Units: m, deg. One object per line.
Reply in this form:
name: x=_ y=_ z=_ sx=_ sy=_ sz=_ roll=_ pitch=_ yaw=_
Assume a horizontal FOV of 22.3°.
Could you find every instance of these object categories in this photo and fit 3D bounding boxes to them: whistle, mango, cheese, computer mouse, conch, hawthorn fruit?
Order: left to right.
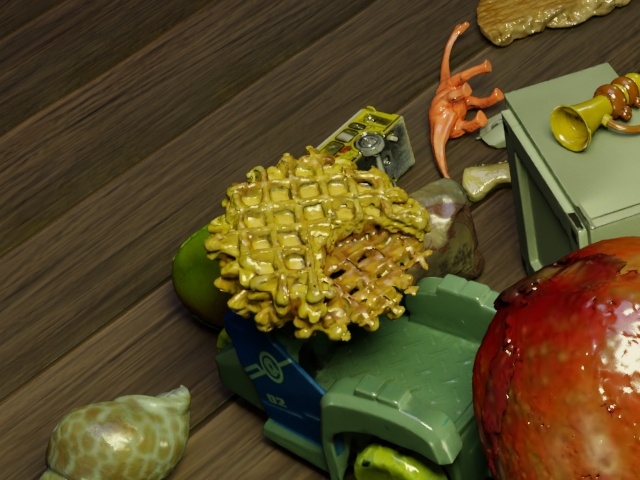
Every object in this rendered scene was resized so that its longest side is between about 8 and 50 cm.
conch: x=-0.190 y=0.197 z=1.530 sx=0.116 sy=0.106 sz=0.173 roll=-4 pitch=15 yaw=46
mango: x=-0.056 y=0.027 z=1.647 sx=0.233 sy=0.125 sz=0.111 roll=-18 pitch=42 yaw=36
cheese: x=0.197 y=-0.066 z=1.782 sx=0.083 sy=0.030 sz=0.044 roll=-6 pitch=61 yaw=3
computer mouse: x=0.230 y=-0.135 z=1.850 sx=0.110 sy=0.032 sz=0.056 roll=-10 pitch=39 yaw=5
whistle: x=0.266 y=-0.120 z=1.462 sx=0.109 sy=0.046 sz=0.057 roll=-29 pitch=27 yaw=-27
hawthorn fruit: x=0.277 y=0.140 z=1.317 sx=0.316 sy=0.316 sz=0.316 roll=-8 pitch=40 yaw=7

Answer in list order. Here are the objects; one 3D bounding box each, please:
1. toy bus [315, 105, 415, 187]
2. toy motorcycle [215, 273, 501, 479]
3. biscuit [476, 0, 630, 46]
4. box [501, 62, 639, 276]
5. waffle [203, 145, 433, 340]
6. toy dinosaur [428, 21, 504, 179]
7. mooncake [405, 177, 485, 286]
toy bus: x=0.011 y=-0.052 z=1.786 sx=0.074 sy=0.081 sz=0.226 roll=20 pitch=53 yaw=41
toy motorcycle: x=0.026 y=0.106 z=1.498 sx=0.326 sy=0.200 sz=0.191 roll=18 pitch=49 yaw=31
biscuit: x=0.291 y=-0.310 z=2.039 sx=0.224 sy=0.033 sz=0.144 roll=-21 pitch=38 yaw=-9
box: x=0.267 y=-0.006 z=1.534 sx=0.117 sy=0.225 sz=0.225 roll=-17 pitch=39 yaw=-6
waffle: x=0.000 y=0.000 z=1.431 sx=0.197 sy=0.070 sz=0.193 roll=12 pitch=49 yaw=12
toy dinosaur: x=0.162 y=-0.171 z=1.893 sx=0.101 sy=0.055 sz=0.279 roll=-22 pitch=32 yaw=38
mooncake: x=0.102 y=0.008 z=1.645 sx=0.130 sy=0.125 sz=0.073 roll=-31 pitch=47 yaw=-15
